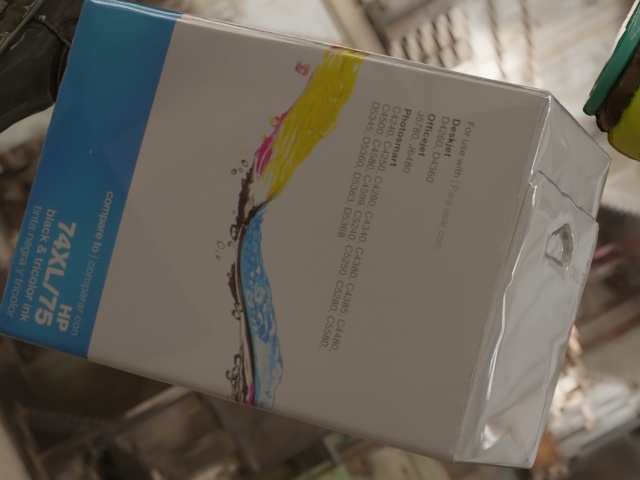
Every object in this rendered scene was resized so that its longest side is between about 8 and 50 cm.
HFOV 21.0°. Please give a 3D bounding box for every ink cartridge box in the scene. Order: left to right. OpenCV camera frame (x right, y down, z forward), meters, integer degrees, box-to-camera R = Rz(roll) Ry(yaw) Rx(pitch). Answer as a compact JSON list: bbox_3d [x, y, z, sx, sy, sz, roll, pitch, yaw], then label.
[{"bbox_3d":[0.000,0.000,0.978,0.270,0.197,0.198,14,-3,20],"label":"ink cartridge box"}]

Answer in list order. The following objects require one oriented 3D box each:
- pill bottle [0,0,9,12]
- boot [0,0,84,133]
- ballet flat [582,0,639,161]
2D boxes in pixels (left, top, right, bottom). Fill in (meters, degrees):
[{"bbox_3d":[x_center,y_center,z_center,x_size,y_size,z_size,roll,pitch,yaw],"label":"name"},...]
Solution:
[{"bbox_3d":[-0.217,-0.363,1.570,0.224,0.392,0.224,27,46,-32],"label":"pill bottle"},{"bbox_3d":[-0.141,-0.073,1.160,0.208,0.189,0.076,38,-1,-16],"label":"boot"},{"bbox_3d":[0.155,-0.109,0.601,0.077,0.231,0.077,22,-34,2],"label":"ballet flat"}]
